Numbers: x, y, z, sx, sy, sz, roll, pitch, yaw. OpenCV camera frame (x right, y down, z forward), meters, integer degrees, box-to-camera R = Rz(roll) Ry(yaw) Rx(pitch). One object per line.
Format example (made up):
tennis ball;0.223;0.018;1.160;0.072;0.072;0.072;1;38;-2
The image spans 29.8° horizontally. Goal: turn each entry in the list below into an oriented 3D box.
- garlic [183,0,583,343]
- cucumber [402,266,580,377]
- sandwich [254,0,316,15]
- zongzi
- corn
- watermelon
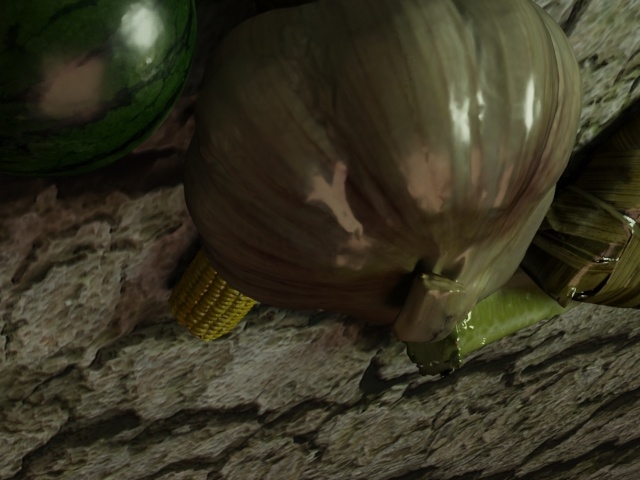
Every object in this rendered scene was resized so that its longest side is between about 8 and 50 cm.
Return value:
garlic;0.049;-0.068;0.896;0.322;0.241;0.322;-24;133;-29
cucumber;0.236;0.063;1.539;0.325;0.145;0.105;-15;-169;-40
sandwich;0.018;-0.163;0.993;0.186;0.065;0.215;-20;151;-16
zongzi;0.404;-0.049;1.482;0.286;0.134;0.288;8;117;-49
corn;-0.072;0.010;1.192;0.081;0.081;0.248;-1;143;-42
watermelon;-0.161;-0.138;0.744;0.214;0.188;0.188;-35;155;-12
